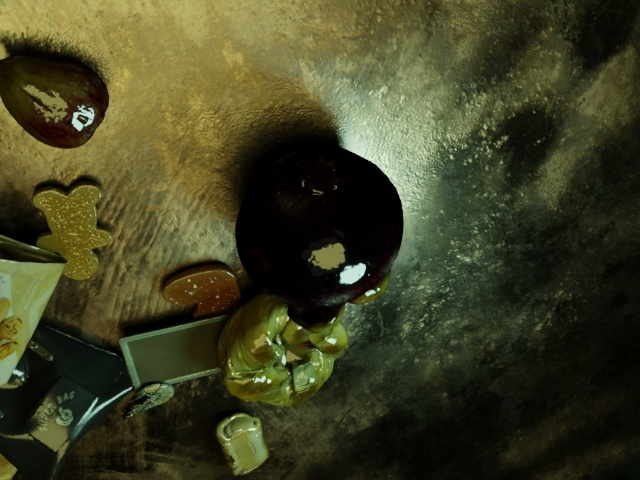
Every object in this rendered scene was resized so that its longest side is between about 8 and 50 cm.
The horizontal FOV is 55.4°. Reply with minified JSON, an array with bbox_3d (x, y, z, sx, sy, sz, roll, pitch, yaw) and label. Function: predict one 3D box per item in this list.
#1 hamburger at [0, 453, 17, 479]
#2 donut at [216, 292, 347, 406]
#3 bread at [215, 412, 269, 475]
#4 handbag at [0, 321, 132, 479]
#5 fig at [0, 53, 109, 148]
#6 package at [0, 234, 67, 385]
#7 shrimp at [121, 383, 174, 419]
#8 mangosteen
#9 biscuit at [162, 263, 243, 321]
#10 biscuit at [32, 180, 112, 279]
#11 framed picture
[{"bbox_3d":[-0.812,0.521,1.544,0.131,0.124,0.262,6,124,-44],"label":"hamburger"},{"bbox_3d":[-0.097,0.285,1.594,0.361,0.170,0.360,-17,134,-19],"label":"donut"},{"bbox_3d":[-0.233,0.602,1.818,0.134,0.081,0.225,-19,123,-15],"label":"bread"},{"bbox_3d":[-0.651,0.374,1.454,0.288,0.152,0.342,47,68,-26],"label":"handbag"},{"bbox_3d":[-0.538,-0.279,1.122,0.274,0.145,0.170,21,111,-45],"label":"fig"},{"bbox_3d":[-0.715,0.140,1.276,0.311,0.165,0.221,-62,161,7],"label":"package"},{"bbox_3d":[-0.477,0.428,1.648,0.161,0.034,0.091,-29,132,0],"label":"shrimp"},{"bbox_3d":[0.000,0.000,1.376,0.383,0.382,0.434,-15,139,-11],"label":"mangosteen"},{"bbox_3d":[-0.295,0.146,1.542,0.187,0.036,0.192,-17,126,-11],"label":"biscuit"},{"bbox_3d":[-0.548,-0.019,1.353,0.158,0.035,0.240,-4,121,-15],"label":"biscuit"},{"bbox_3d":[-0.357,0.292,1.598,0.294,0.018,0.231,-11,133,-13],"label":"framed picture"}]
